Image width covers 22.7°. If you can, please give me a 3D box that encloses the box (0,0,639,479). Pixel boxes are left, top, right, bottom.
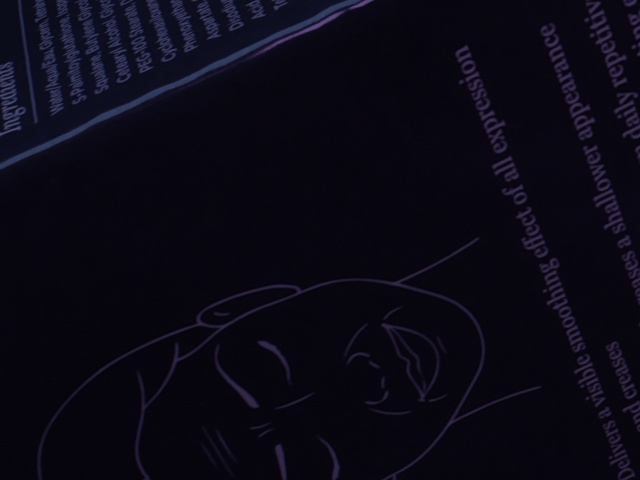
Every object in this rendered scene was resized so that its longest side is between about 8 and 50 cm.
[{"bbox_3d":[0.000,0.000,0.697,0.395,0.293,0.212,-25,32,1],"label":"box"}]
